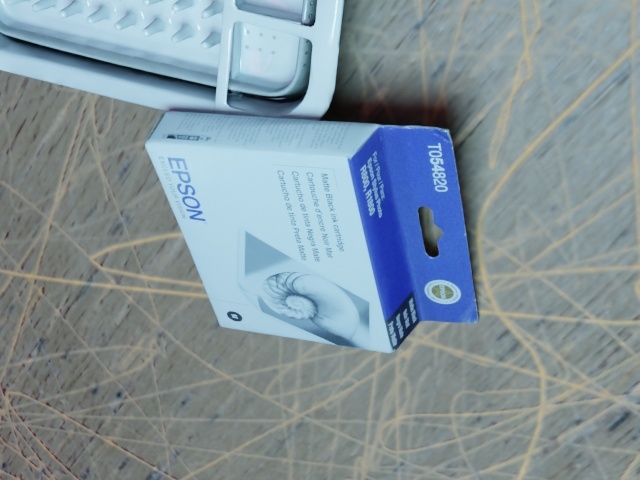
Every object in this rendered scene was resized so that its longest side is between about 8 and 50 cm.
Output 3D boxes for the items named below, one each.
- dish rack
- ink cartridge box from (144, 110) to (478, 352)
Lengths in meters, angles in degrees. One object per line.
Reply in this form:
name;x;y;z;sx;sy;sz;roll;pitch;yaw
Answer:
dish rack;-0.126;-0.243;0.802;0.333;0.072;0.285;15;121;15
ink cartridge box;0.000;0.000;0.846;0.224;0.045;0.223;5;138;20
